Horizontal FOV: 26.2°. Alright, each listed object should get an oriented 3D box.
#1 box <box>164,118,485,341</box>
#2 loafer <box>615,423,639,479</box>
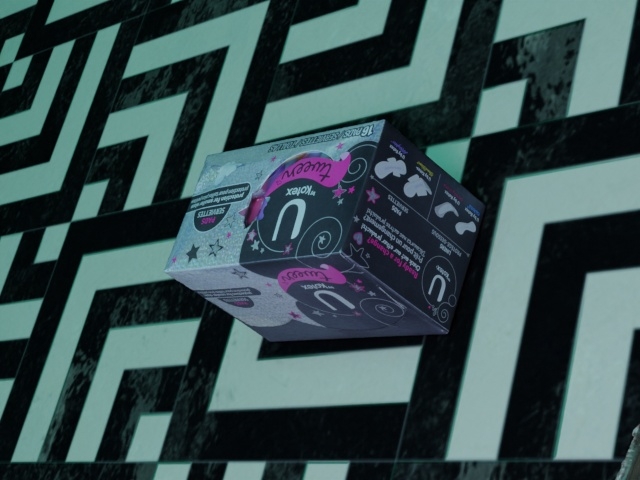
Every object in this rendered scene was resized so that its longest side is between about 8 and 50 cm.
[{"bbox_3d":[0.000,0.000,1.293,0.247,0.163,0.142,-8,56,45],"label":"box"},{"bbox_3d":[0.217,0.227,0.912,0.366,0.133,0.130,-61,13,-20],"label":"loafer"}]
